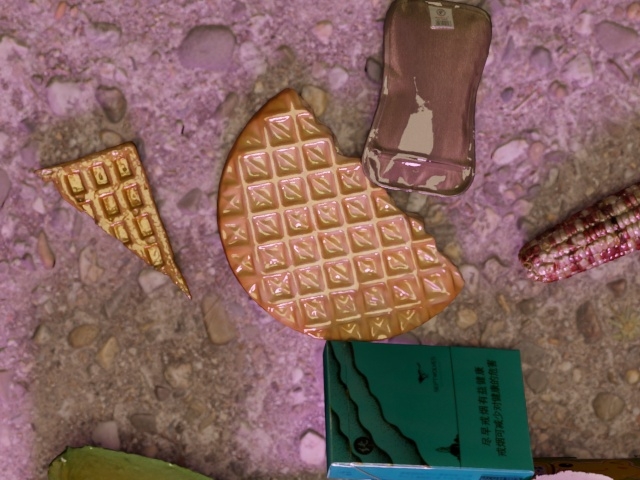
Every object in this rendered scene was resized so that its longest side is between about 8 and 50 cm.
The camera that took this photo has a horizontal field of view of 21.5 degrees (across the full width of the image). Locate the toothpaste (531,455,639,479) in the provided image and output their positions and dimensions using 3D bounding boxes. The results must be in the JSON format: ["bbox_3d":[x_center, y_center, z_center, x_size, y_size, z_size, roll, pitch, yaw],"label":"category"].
[{"bbox_3d":[0.311,0.298,1.921,0.327,0.110,0.077,-1,101,-3],"label":"toothpaste"}]

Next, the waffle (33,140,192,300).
[{"bbox_3d":[-0.230,-0.006,1.876,0.125,0.032,0.191,-17,98,-2],"label":"waffle"}]

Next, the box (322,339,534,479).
[{"bbox_3d":[0.117,0.190,1.872,0.226,0.161,0.042,3,143,-8],"label":"box"}]

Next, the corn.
[{"bbox_3d":[0.336,-0.016,1.893,0.237,0.079,0.079,-25,100,4],"label":"corn"}]

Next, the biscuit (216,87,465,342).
[{"bbox_3d":[0.000,0.000,1.889,0.204,0.040,0.309,-42,99,4],"label":"biscuit"}]

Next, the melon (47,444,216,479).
[{"bbox_3d":[-0.193,0.440,1.864,0.331,0.226,0.344,20,122,-1],"label":"melon"}]

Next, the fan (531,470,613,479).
[{"bbox_3d":[0.211,0.336,1.846,0.329,0.009,0.191,7,101,11],"label":"fan"}]

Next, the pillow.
[{"bbox_3d":[0.119,-0.160,1.864,0.130,0.033,0.218,8,89,-7],"label":"pillow"}]
